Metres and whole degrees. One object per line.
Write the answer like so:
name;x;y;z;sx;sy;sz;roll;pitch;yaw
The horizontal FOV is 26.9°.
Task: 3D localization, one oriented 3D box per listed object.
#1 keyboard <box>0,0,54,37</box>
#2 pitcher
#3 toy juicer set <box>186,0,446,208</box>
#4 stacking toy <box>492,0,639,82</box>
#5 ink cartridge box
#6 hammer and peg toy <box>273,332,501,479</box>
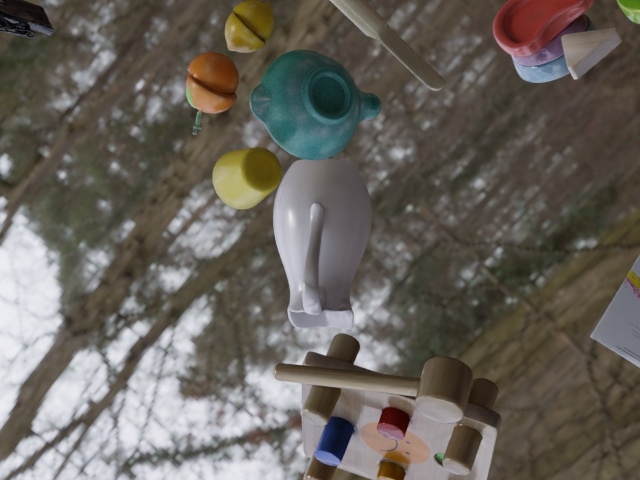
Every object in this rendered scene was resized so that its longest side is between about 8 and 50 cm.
keyboard;-0.494;-0.341;1.994;0.192;0.038;0.100;15;-150;-36
pitcher;0.000;0.000;1.676;0.125;0.207;0.178;1;170;3
toy juicer set;-0.026;-0.195;1.584;0.329;0.089;0.209;-34;-82;-29
stacking toy;0.422;-0.309;1.899;0.130;0.309;0.279;53;-176;-33
ink cartridge box;0.479;0.090;1.840;0.127;0.176;0.128;33;-171;20
hammer and peg toy;0.091;0.214;1.666;0.266;0.361;0.127;17;-124;13
